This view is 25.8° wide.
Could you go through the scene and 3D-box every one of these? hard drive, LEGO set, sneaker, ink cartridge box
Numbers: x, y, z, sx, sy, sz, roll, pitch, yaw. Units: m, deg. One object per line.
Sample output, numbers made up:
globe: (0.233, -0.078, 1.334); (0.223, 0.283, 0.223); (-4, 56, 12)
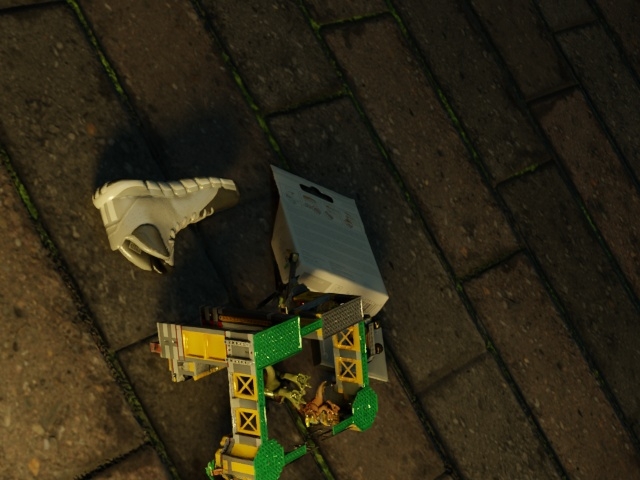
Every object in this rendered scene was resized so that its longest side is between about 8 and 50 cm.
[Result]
hard drive: (0.041, 0.158, 2.096); (0.135, 0.022, 0.094); (18, 53, -37)
LEGO set: (-0.082, 0.179, 1.881); (0.331, 0.192, 0.255); (-32, 118, -48)
sneaker: (-0.201, -0.015, 1.927); (0.228, 0.086, 0.132); (-4, 72, -36)
ink cartridge box: (0.000, 0.000, 2.156); (0.181, 0.056, 0.225); (22, 32, -35)
